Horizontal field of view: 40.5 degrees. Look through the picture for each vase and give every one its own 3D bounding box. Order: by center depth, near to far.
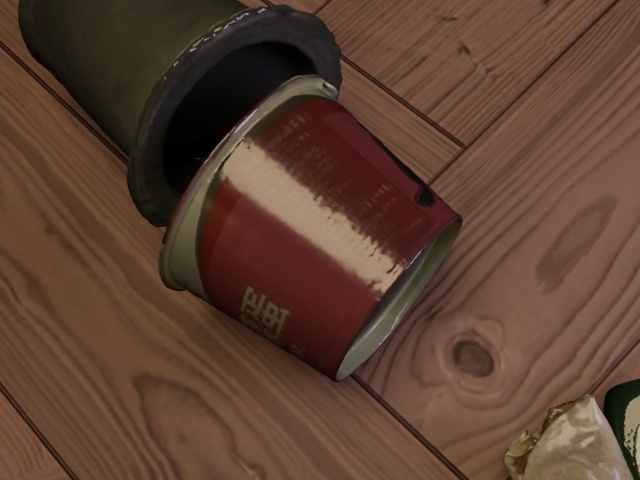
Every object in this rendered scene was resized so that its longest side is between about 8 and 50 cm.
[{"bbox_3d":[-0.157,-0.188,0.869,0.245,0.245,0.291,-41,61,-9],"label":"vase"}]

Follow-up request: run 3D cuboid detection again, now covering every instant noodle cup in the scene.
[{"bbox_3d":[0.000,0.000,0.759,0.178,0.235,0.234,38,77,14],"label":"instant noodle cup"}]

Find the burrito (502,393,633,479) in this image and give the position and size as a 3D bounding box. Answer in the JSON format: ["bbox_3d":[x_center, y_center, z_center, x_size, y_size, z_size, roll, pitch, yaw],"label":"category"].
[{"bbox_3d":[0.240,0.310,0.634,0.076,0.117,0.392,-1,59,-38],"label":"burrito"}]

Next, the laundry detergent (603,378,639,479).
[{"bbox_3d":[0.312,0.209,0.685,0.137,0.063,0.210,-11,64,2],"label":"laundry detergent"}]
